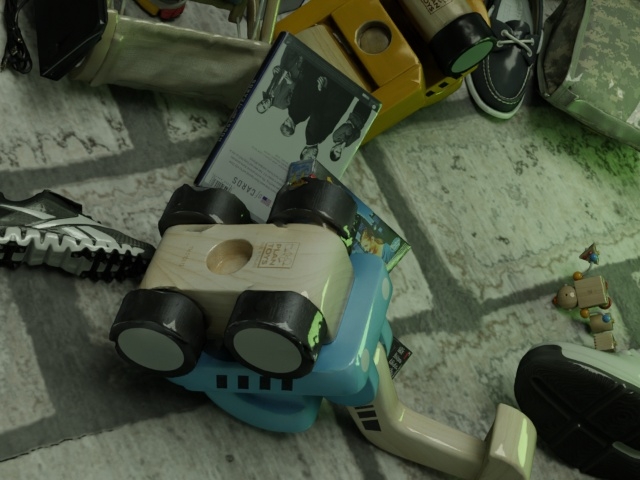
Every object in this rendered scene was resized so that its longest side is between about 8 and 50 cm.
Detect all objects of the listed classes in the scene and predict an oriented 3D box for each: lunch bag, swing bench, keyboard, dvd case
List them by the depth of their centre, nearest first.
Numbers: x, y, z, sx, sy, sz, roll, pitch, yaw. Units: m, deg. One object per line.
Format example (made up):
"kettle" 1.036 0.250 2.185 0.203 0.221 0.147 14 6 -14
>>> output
"keyboard" -0.356 -0.338 1.738 0.033 0.201 0.317 29 39 -44
"dvd case" -0.040 -0.131 1.751 0.179 0.029 0.239 34 80 -28
"swing bench" -0.185 -0.322 1.763 0.253 0.165 0.255 6 87 -25
"lunch bag" 0.483 -0.264 2.148 0.235 0.169 0.287 27 45 -11

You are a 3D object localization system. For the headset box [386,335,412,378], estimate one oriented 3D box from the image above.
"headset box" 0.071 0.146 1.732 0.083 0.032 0.062 40 48 2

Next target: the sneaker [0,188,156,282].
"sneaker" -0.310 -0.014 1.602 0.234 0.078 0.106 8 58 -22

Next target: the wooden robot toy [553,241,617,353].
"wooden robot toy" 0.386 0.091 1.933 0.076 0.079 0.173 29 50 -68

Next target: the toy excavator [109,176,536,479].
"toy excavator" 0.022 0.153 1.597 0.432 0.445 0.222 0 48 21

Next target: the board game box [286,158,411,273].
"board game box" 0.000 0.000 1.725 0.194 0.060 0.194 -47 113 -29

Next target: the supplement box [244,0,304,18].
"supplement box" -0.109 -0.459 1.991 0.114 0.111 0.220 -24 72 -37

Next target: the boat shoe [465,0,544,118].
"boat shoe" 0.307 -0.332 2.146 0.114 0.091 0.303 19 52 -16

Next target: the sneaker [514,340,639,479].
"sneaker" 0.454 0.203 1.846 0.447 0.169 0.257 28 41 -20

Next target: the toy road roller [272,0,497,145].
"toy road roller" 0.099 -0.269 1.955 0.329 0.240 0.202 -32 75 -1

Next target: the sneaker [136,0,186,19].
"sneaker" -0.272 -0.426 1.892 0.225 0.093 0.088 39 49 1
